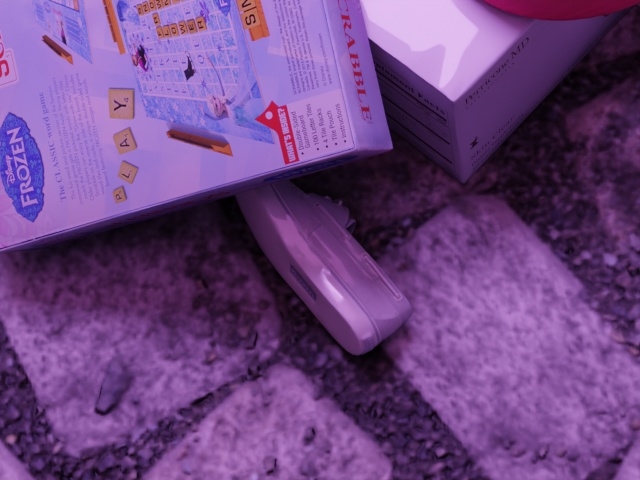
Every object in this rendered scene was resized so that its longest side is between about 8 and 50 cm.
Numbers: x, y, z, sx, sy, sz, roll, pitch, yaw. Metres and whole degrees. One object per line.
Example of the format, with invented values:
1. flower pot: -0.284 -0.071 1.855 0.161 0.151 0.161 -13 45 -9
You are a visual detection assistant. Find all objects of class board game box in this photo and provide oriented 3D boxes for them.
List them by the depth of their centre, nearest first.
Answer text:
1. board game box: -0.130 -0.179 1.349 0.318 0.066 0.318 -14 85 26

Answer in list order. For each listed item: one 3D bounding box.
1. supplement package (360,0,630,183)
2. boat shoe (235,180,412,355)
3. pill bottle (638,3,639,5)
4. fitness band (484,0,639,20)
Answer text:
1. supplement package: 0.117 -0.219 1.400 0.204 0.145 0.262 39 78 21
2. boat shoe: 0.000 0.000 1.372 0.063 0.066 0.184 -30 63 -20
3. pill bottle: 0.337 -0.145 1.352 0.117 0.117 0.208 -40 67 -9
4. fitness band: 0.213 -0.271 1.305 0.291 0.054 0.209 -23 70 -2
